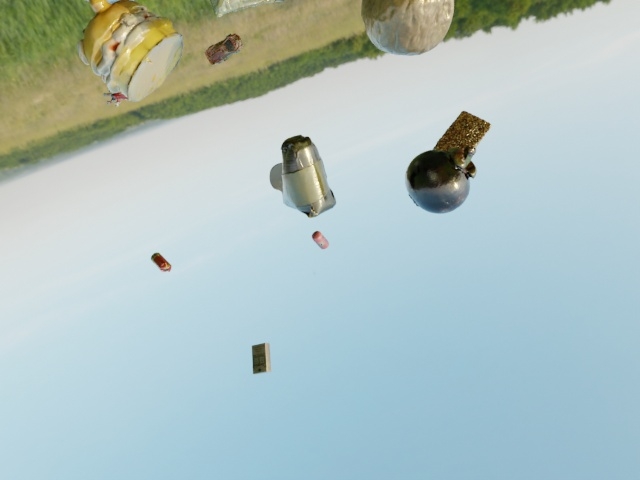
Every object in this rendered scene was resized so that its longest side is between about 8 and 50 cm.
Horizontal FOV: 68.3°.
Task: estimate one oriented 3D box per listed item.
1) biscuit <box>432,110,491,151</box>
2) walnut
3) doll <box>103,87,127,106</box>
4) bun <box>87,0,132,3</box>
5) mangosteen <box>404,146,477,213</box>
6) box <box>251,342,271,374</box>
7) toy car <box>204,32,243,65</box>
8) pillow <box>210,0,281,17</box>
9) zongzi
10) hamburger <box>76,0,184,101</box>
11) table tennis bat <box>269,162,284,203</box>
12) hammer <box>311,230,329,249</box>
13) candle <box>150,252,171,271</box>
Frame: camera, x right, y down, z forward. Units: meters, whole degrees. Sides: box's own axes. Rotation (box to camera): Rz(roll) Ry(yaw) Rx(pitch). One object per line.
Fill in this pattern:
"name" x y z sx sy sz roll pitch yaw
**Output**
"biscuit" 0.532 -0.387 1.767 0.131 0.026 0.237 32 -113 19
"walnut" 0.206 -0.555 1.113 0.228 0.228 0.228 -18 -161 6
"doll" -0.628 -0.467 1.502 0.114 0.057 0.039 -30 -166 -22
"bun" -0.709 -0.853 1.406 0.194 0.354 0.354 -38 -174 35
"mangosteen" 0.414 -0.215 1.581 0.265 0.228 0.228 -42 -170 24
"box" -0.170 0.340 1.358 0.053 0.083 0.024 -19 154 29
"toy car" -0.298 -0.594 1.467 0.122 0.059 0.035 -21 -159 21
"pillow" -0.154 -0.666 1.176 0.302 0.184 0.075 -24 172 -19
"zongzi" -0.103 -0.240 1.736 0.154 0.289 0.317 -28 -157 -29
"hamburger" -0.562 -0.568 1.369 0.276 0.237 0.276 -49 -171 11
"table tennis bat" -0.184 -0.280 2.327 0.131 0.234 0.022 -14 -140 -13
"hammer" 0.000 0.000 1.651 0.043 0.083 0.043 -14 -126 20
"candle" -0.697 0.101 2.078 0.052 0.052 0.131 -32 -136 -29
